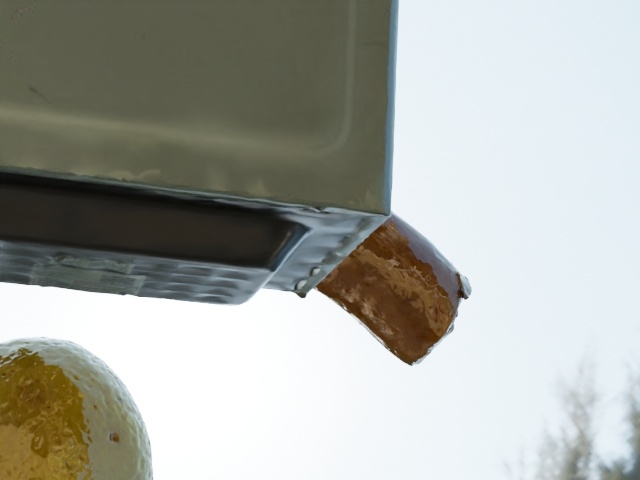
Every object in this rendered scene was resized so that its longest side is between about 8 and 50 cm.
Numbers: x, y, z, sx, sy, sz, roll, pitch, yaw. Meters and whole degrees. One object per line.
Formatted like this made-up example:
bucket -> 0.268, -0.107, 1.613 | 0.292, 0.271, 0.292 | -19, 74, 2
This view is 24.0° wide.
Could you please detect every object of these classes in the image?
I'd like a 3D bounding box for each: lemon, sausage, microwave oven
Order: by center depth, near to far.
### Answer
microwave oven -> -0.128, -0.100, 0.675 | 0.181, 0.295, 0.237 | 134, -39, -70
sausage -> 0.000, 0.000, 1.280 | 0.271, 0.109, 0.109 | 30, -47, 1
lemon -> -0.281, 0.224, 1.495 | 0.228, 0.228, 0.253 | -41, -111, 48
